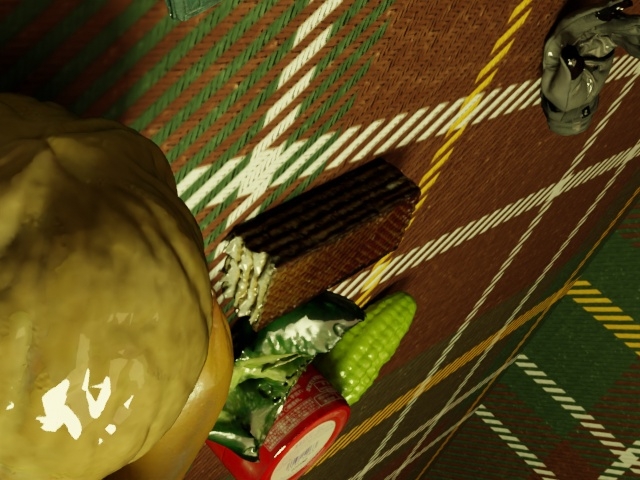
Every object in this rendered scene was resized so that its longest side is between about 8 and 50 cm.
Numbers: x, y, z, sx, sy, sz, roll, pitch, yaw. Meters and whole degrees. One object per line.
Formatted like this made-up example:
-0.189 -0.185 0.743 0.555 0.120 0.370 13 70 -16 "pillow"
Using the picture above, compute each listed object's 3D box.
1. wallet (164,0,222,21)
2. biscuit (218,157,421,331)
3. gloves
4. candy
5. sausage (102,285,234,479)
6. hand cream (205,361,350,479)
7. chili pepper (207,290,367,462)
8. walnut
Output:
-0.049 -0.202 0.526 0.129 0.026 0.088 -38 156 -19 "wallet"
0.000 0.000 0.889 0.252 0.070 0.106 -27 150 -36 "biscuit"
0.344 -0.226 1.055 0.142 0.119 0.285 -40 171 -15 "gloves"
0.073 0.161 1.256 0.209 0.097 0.097 -47 158 -10 "candy"
-0.165 0.181 0.869 0.112 0.112 0.328 -10 137 -54 "sausage"
-0.062 0.257 1.138 0.193 0.125 0.193 -35 153 -22 "hand cream"
-0.059 0.140 0.978 0.148 0.116 0.264 29 117 -28 "chili pepper"
-0.166 0.029 0.462 0.228 0.228 0.228 -37 156 -20 "walnut"
